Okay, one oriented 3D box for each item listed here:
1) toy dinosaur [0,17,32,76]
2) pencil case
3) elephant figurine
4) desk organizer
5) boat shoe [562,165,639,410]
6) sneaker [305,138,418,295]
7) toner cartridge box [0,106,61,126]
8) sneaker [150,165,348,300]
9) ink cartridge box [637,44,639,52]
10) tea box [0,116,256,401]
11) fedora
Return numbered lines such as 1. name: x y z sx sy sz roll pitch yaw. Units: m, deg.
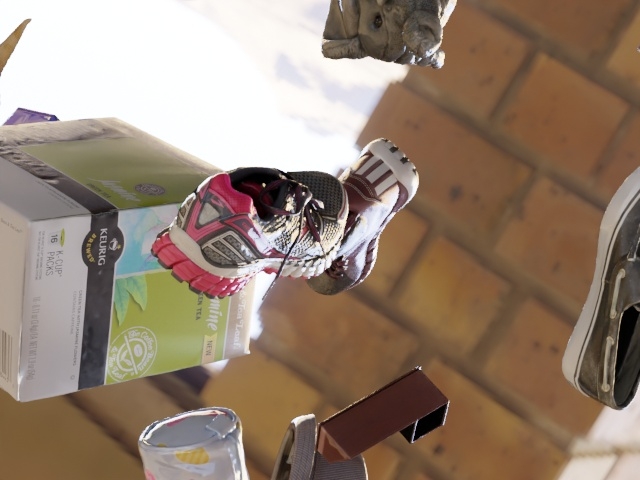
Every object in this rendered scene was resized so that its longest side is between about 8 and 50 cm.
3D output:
1. toy dinosaur: -0.309 -0.142 1.419 0.092 0.183 0.053 47 -161 27
2. pencil case: -0.115 0.320 1.739 0.113 0.273 0.124 -24 -163 -39
3. elephant figurine: 0.070 -0.235 1.579 0.169 0.239 0.186 -9 153 25
4. desk organizer: 0.062 0.182 1.588 0.130 0.047 0.050 -27 -124 -27
5. boat shoe: 0.282 0.042 1.406 0.077 0.219 0.070 7 -165 -32
6. sneaker: 0.000 0.000 1.914 0.106 0.281 0.162 43 -128 13
7. toner cartridge box: -0.483 -0.030 2.208 0.075 0.348 0.165 46 166 -25
8. sneaker: -0.044 -0.025 1.622 0.121 0.112 0.299 41 -154 12
9. ink cartridge box: 0.400 -0.128 1.302 0.223 0.045 0.224 42 -141 23
10. tea box: -0.291 0.007 1.880 0.323 0.220 0.329 -10 -155 -38
11. fedora: -0.010 0.372 2.099 0.124 0.275 0.244 16 173 -6
